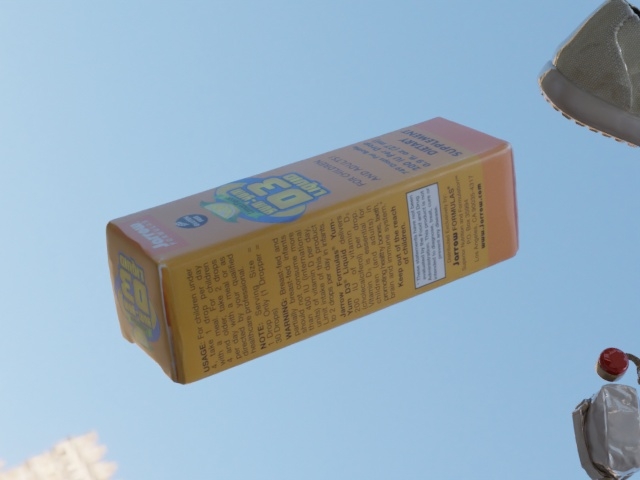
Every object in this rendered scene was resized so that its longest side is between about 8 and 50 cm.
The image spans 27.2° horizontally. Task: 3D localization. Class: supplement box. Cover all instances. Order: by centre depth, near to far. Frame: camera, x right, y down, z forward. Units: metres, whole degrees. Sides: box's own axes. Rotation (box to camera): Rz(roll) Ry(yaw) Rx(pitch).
[{"bbox_3d":[0.000,0.000,0.754,0.078,0.233,0.080,30,-45,52],"label":"supplement box"}]

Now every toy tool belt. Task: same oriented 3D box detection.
[{"bbox_3d":[0.177,0.114,0.817,0.051,0.052,0.083,104,-11,-53],"label":"toy tool belt"}]

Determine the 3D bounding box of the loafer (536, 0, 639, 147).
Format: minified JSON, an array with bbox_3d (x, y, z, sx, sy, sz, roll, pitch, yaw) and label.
[{"bbox_3d":[0.282,-0.090,0.887,0.102,0.268,0.092,-92,-159,-63],"label":"loafer"}]
